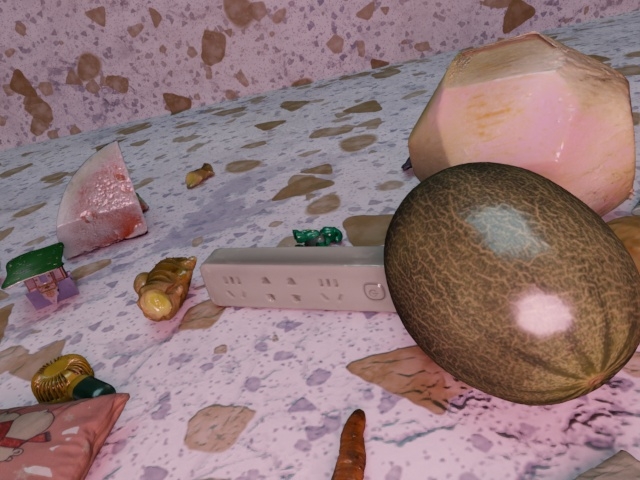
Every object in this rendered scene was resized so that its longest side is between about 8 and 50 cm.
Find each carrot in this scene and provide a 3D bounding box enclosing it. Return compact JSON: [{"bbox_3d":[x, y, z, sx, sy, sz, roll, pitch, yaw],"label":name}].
[{"bbox_3d":[0.030,0.229,0.501,0.035,0.036,0.165,-5,25,16],"label":"carrot"}]

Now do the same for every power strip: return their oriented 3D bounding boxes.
[{"bbox_3d":[-0.011,0.061,0.783,0.385,0.091,0.062,-1,30,23],"label":"power strip"}]

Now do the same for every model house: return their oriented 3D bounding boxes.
[{"bbox_3d":[-0.555,0.081,0.997,0.117,0.088,0.167,-24,27,-21],"label":"model house"}]

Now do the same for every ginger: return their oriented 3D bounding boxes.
[{"bbox_3d":[-0.268,0.081,0.876,0.115,0.081,0.205,-9,17,-21],"label":"ginger"},{"bbox_3d":[-0.368,-0.202,1.517,0.057,0.044,0.137,-18,19,33],"label":"ginger"}]

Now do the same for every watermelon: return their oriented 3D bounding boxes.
[{"bbox_3d":[-0.498,-0.108,1.234,0.213,0.290,0.320,27,24,11],"label":"watermelon"}]

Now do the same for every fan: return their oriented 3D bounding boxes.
[{"bbox_3d":[-0.351,0.206,0.714,0.155,0.039,0.082,6,32,32],"label":"fan"}]

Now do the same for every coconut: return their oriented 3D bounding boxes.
[{"bbox_3d":[0.317,-0.162,0.821,0.352,0.353,0.353,-11,27,5],"label":"coconut"}]

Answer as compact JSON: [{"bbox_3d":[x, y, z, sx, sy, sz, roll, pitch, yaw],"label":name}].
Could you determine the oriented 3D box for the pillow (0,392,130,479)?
[{"bbox_3d":[-0.362,0.263,0.557,0.236,0.084,0.223,-7,25,8],"label":"pillow"}]

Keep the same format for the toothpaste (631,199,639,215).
[{"bbox_3d":[0.607,-0.101,0.870,0.062,0.039,0.239,7,35,43],"label":"toothpaste"}]

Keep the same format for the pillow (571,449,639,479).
[{"bbox_3d":[0.189,0.251,0.370,0.229,0.050,0.148,-17,20,-7],"label":"pillow"}]

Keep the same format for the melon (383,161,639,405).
[{"bbox_3d":[0.200,0.042,0.557,0.237,0.238,0.302,-18,36,-10],"label":"melon"}]

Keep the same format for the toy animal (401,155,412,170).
[{"bbox_3d":[0.309,-0.197,1.073,0.366,0.081,0.205,-11,8,33],"label":"toy animal"}]

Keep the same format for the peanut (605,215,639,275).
[{"bbox_3d":[0.426,0.052,0.550,0.149,0.149,0.313,-21,22,-15],"label":"peanut"}]

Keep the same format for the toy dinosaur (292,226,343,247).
[{"bbox_3d":[0.000,0.000,0.940,0.096,0.059,0.132,-13,18,-11],"label":"toy dinosaur"}]
